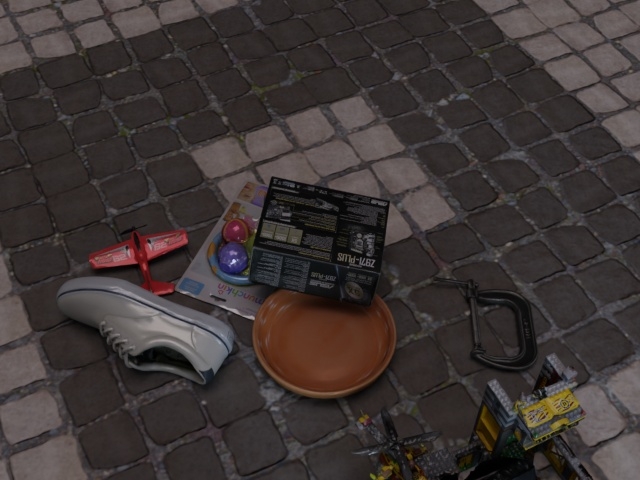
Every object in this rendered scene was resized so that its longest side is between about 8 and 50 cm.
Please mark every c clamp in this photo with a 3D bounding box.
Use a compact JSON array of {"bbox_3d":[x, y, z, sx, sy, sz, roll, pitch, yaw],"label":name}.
[{"bbox_3d":[0.239,0.119,1.272,0.137,0.022,0.160,1,48,-7],"label":"c clamp"}]

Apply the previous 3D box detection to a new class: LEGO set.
[{"bbox_3d":[0.213,0.281,1.021,0.331,0.192,0.255,-13,52,-11],"label":"LEGO set"}]

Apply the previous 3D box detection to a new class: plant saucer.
[{"bbox_3d":[0.005,0.136,1.240,0.200,0.037,0.200,1,49,-1],"label":"plant saucer"}]

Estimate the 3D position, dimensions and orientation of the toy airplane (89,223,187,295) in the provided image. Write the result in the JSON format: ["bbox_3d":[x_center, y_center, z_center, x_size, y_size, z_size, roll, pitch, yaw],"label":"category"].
[{"bbox_3d":[-0.261,0.034,1.326,0.151,0.028,0.151,0,51,0],"label":"toy airplane"}]

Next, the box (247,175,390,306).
[{"bbox_3d":[0.000,0.000,1.270,0.180,0.077,0.147,11,47,-1],"label":"box"}]

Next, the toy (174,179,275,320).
[{"bbox_3d":[-0.106,-0.004,1.343,0.137,0.056,0.237,19,52,15],"label":"toy"}]

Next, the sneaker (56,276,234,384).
[{"bbox_3d":[-0.250,0.122,1.209,0.258,0.094,0.091,15,47,10],"label":"sneaker"}]

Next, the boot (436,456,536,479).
[{"bbox_3d":[0.230,0.323,0.904,0.247,0.094,0.207,-8,84,-8],"label":"boot"}]
